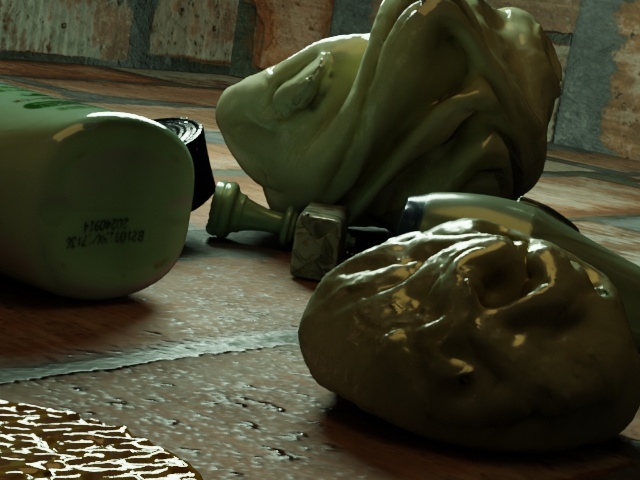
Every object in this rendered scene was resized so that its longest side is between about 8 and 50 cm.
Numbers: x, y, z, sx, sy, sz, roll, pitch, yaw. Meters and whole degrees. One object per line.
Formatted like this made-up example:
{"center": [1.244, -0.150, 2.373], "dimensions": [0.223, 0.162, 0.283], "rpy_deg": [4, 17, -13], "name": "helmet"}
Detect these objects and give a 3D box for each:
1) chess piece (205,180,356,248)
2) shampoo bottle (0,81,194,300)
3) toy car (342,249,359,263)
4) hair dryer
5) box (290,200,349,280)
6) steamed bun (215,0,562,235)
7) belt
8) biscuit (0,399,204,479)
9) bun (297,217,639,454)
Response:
{"center": [-0.037, -0.016, 1.564], "dimensions": [0.149, 0.059, 0.059], "rpy_deg": [15, 10, 3], "name": "chess piece"}
{"center": [-0.280, -0.059, 1.301], "dimensions": [0.350, 0.151, 0.222], "rpy_deg": [15, 13, 40], "name": "shampoo bottle"}
{"center": [0.054, 0.024, 1.475], "dimensions": [0.041, 0.025, 0.093], "rpy_deg": [14, 7, 36], "name": "toy car"}
{"center": [0.228, 0.048, 1.342], "dimensions": [0.296, 0.119, 0.298], "rpy_deg": [20, 0, 24], "name": "hair dryer"}
{"center": [0.000, 0.000, 1.460], "dimensions": [0.045, 0.062, 0.098], "rpy_deg": [10, 8, 3], "name": "box"}
{"center": [0.106, -0.104, 1.650], "dimensions": [0.394, 0.237, 0.346], "rpy_deg": [-17, -14, -15], "name": "steamed bun"}
{"center": [-0.184, -0.064, 1.504], "dimensions": [0.151, 0.078, 0.198], "rpy_deg": [-6, 18, 13], "name": "belt"}
{"center": [-0.170, 0.116, 0.695], "dimensions": [0.254, 0.035, 0.254], "rpy_deg": [7, 10, -1], "name": "biscuit"}
{"center": [0.103, 0.054, 1.029], "dimensions": [0.231, 0.133, 0.231], "rpy_deg": [10, 11, -2], "name": "bun"}
